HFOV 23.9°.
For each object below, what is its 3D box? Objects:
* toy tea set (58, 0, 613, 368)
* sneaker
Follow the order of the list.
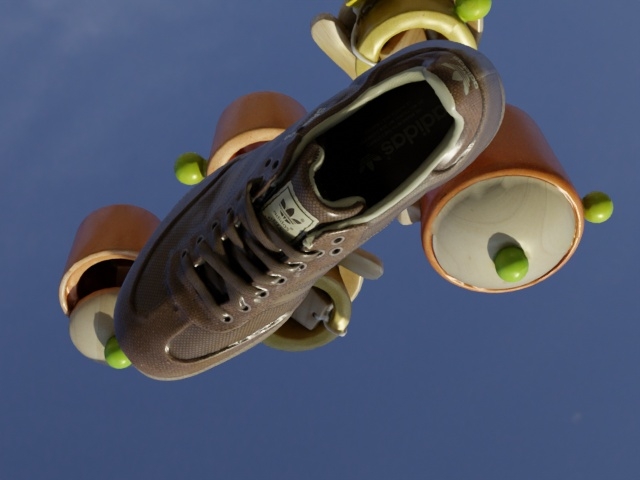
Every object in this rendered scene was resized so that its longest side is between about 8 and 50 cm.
[{"bbox_3d":[0.000,0.000,0.898,0.200,0.336,0.124,42,-155,-32],"label":"toy tea set"},{"bbox_3d":[-0.015,-0.013,0.574,0.188,0.071,0.066,-40,-96,12],"label":"sneaker"}]
